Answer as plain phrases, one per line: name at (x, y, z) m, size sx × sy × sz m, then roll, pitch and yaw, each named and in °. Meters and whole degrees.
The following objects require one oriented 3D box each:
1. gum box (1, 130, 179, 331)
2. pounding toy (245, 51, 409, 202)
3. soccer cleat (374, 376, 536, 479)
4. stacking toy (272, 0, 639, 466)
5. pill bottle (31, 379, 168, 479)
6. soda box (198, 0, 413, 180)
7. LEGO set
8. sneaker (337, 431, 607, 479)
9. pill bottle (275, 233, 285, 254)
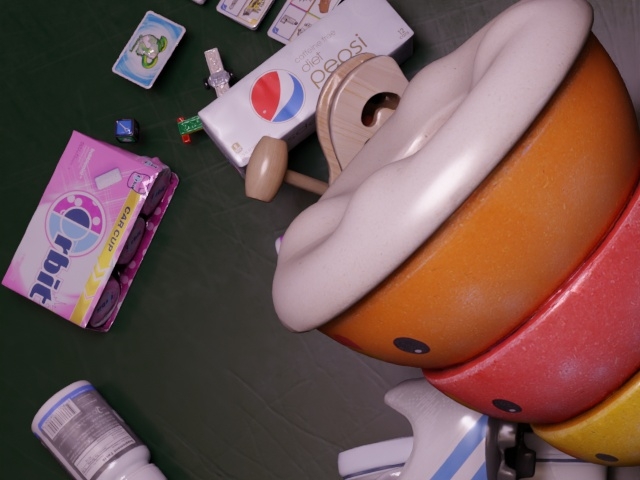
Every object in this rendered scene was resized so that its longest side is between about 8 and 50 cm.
gum box at (-0.235, -0.014, 1.677) m, size 0.107 × 0.062 × 0.188 m, roll 26°, pitch 92°, yaw 18°
pounding toy at (0.067, -0.099, 1.554) m, size 0.270 × 0.155 × 0.154 m, roll 7°, pitch 97°, yaw -13°
soccer cleat at (0.114, 0.277, 1.451) m, size 0.143 × 0.116 × 0.331 m, roll 5°, pitch 98°, yaw 24°
stacking toy at (0.232, 0.067, 1.315) m, size 0.480 × 0.350 × 0.350 m, roll 42°, pitch 97°, yaw -7°
pill bottle at (-0.222, 0.215, 1.640) m, size 0.078 × 0.078 × 0.137 m, roll -46°, pitch 74°, yaw 7°
soda box at (-0.013, -0.154, 1.594) m, size 0.216 × 0.069 × 0.074 m, roll -38°, pitch 79°, yaw -6°
LEGO set at (-0.107, -0.183, 1.676) m, size 0.182 × 0.060 × 0.244 m, roll 28°, pitch 81°, yaw 18°
sneaker at (0.141, 0.227, 1.519) m, size 0.258 × 0.094 × 0.091 m, roll -4°, pitch 80°, yaw 16°
pill bottle at (0.000, 0.000, 1.614) m, size 0.083 × 0.043 × 0.043 m, roll -27°, pitch 77°, yaw 12°
